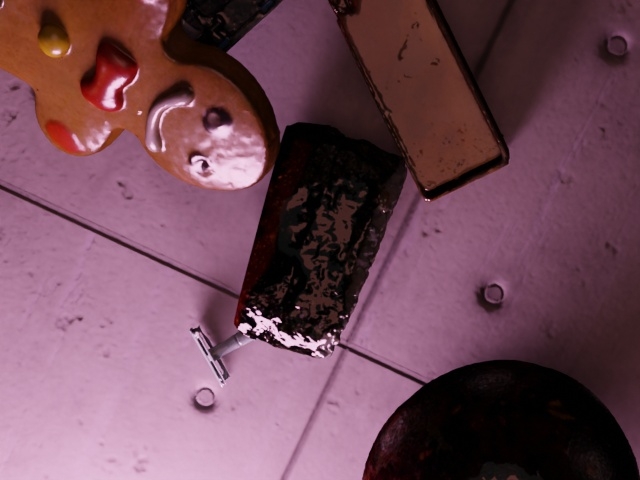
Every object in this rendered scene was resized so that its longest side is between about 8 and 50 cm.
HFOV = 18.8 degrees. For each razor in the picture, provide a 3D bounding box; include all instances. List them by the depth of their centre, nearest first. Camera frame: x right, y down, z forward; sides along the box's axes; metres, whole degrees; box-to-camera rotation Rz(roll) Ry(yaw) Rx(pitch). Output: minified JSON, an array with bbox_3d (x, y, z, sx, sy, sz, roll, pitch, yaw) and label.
[{"bbox_3d":[-0.059,0.087,1.968,0.135,0.040,0.068,-29,97,2],"label":"razor"}]

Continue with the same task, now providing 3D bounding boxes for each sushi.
[{"bbox_3d":[0.000,0.000,1.893,0.126,0.136,0.225,16,87,1],"label":"sushi"}]

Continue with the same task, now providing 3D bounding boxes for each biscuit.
[{"bbox_3d":[-0.227,-0.188,1.834,0.432,0.064,0.283,37,136,1],"label":"biscuit"}]

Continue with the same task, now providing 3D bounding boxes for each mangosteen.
[{"bbox_3d":[0.170,0.245,1.854,0.288,0.288,0.288,1,100,4],"label":"mangosteen"}]

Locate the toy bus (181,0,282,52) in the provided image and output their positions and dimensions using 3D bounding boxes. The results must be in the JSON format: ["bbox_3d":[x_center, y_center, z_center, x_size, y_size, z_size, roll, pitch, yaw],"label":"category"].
[{"bbox_3d":[-0.140,-0.296,1.856,0.116,0.133,0.234,-40,99,17],"label":"toy bus"}]

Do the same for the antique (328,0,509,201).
[{"bbox_3d":[0.078,-0.198,1.881,0.093,0.087,0.310,-25,97,9],"label":"antique"}]
